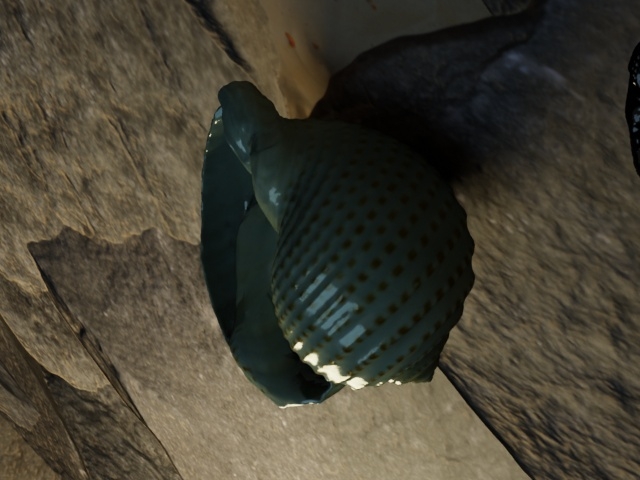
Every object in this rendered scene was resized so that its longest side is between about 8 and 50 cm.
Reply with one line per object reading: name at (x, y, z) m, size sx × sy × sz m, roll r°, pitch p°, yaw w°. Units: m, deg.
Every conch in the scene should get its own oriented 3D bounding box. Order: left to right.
conch at (0.015, 0.002, 1.316) m, size 0.303 × 0.215 × 0.319 m, roll -39°, pitch 62°, yaw 53°

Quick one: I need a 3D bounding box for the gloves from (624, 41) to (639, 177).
gloves at (0.278, -0.098, 0.989) m, size 0.106 × 0.129 × 0.180 m, roll 64°, pitch 162°, yaw 16°
